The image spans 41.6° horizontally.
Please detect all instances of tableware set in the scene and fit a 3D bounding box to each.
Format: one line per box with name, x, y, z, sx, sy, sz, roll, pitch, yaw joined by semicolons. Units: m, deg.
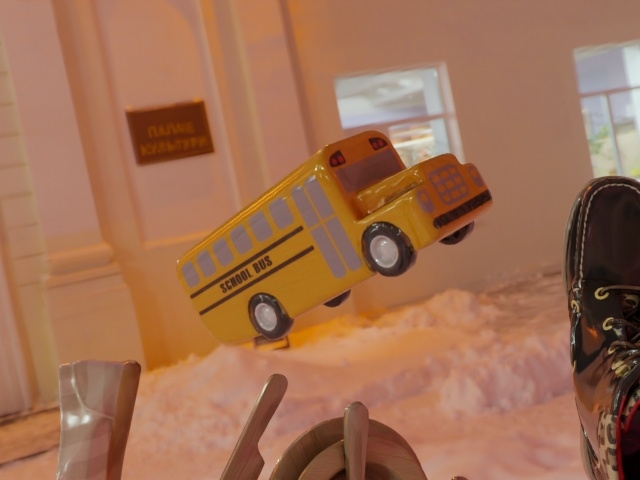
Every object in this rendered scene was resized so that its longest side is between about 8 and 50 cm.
tableware set;-0.004;0.172;0.370;0.128;0.194;0.039;32;-17;-20

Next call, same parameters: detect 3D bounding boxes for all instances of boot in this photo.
boot;0.209;0.065;0.545;0.085;0.237;0.178;-2;-4;11

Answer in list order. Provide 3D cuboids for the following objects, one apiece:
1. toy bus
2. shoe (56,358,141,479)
toy bus;0.000;0.000;0.814;0.108;0.130;0.332;-25;-5;-45
shoe;-0.172;0.192;0.601;0.058;0.219;0.076;10;-10;-19
